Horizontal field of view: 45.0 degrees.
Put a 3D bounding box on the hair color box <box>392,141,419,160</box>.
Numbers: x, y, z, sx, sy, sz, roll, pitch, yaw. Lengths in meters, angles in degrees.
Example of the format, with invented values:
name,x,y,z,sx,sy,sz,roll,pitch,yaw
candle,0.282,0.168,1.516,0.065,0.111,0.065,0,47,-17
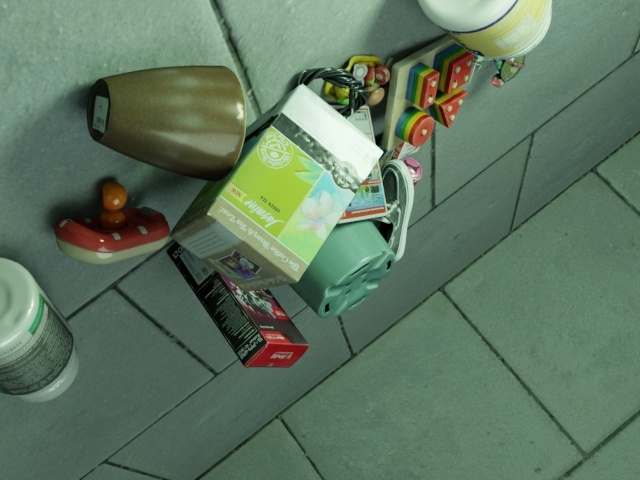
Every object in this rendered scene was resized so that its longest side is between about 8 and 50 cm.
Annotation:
name,x,y,z,sx,sy,sz,roll,pitch,yaw
hair color box,0.258,-0.314,2.206,0.093,0.053,0.167,-26,153,-33

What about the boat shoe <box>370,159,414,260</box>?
name,x,y,z,sx,sy,sz,roll,pitch,yaw
boat shoe,0.187,-0.078,2.193,0.102,0.108,0.302,-12,113,-51

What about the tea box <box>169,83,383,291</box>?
name,x,y,z,sx,sy,sz,roll,pitch,yaw
tea box,-0.100,-0.089,1.561,0.324,0.220,0.329,-58,-165,-19

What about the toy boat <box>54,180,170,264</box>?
name,x,y,z,sx,sy,sz,roll,pitch,yaw
toy boat,-0.424,-0.046,1.569,0.231,0.151,0.151,-19,119,-43

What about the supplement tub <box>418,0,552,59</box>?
name,x,y,z,sx,sy,sz,roll,pitch,yaw
supplement tub,0.373,-0.543,1.710,0.241,0.241,0.331,-48,156,18

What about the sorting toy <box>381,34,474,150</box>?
name,x,y,z,sx,sy,sz,roll,pitch,yaw
sorting toy,0.286,-0.370,1.993,0.257,0.089,0.256,-35,147,-32

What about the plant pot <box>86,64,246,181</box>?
name,x,y,z,sx,sy,sz,roll,pitch,yaw
plant pot,-0.285,-0.218,1.374,0.230,0.215,0.215,0,137,-38

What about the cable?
name,x,y,z,sx,sy,sz,roll,pitch,yaw
cable,0.020,-0.326,1.733,0.150,0.047,0.184,-25,143,29

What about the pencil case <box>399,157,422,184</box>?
name,x,y,z,sx,sy,sz,roll,pitch,yaw
pencil case,0.233,-0.175,2.318,0.098,0.095,0.209,-5,164,-11

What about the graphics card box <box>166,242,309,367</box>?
name,x,y,z,sx,sy,sz,roll,pitch,yaw
graphics card box,-0.204,0.149,1.932,0.094,0.371,0.232,-45,156,13

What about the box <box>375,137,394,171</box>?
name,x,y,z,sx,sy,sz,roll,pitch,yaw
box,0.145,-0.207,2.156,0.207,0.036,0.114,-51,167,-34

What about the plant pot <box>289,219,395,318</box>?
name,x,y,z,sx,sy,sz,roll,pitch,yaw
plant pot,0.000,0.000,2.022,0.341,0.334,0.341,-34,156,-17

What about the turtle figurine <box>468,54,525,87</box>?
name,x,y,z,sx,sy,sz,roll,pitch,yaw
turtle figurine,0.528,-0.519,2.176,0.175,0.118,0.234,-8,136,-52

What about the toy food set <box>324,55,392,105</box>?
name,x,y,z,sx,sy,sz,roll,pitch,yaw
toy food set,0.109,-0.370,1.840,0.217,0.071,0.128,-16,148,-45

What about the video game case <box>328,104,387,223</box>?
name,x,y,z,sx,sy,sz,roll,pitch,yaw
video game case,0.076,-0.191,1.903,0.025,0.285,0.204,-10,180,40

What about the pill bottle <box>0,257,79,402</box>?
name,x,y,z,sx,sy,sz,roll,pitch,yaw
pill bottle,-0.627,0.200,1.582,0.204,0.204,0.361,-33,156,-16
